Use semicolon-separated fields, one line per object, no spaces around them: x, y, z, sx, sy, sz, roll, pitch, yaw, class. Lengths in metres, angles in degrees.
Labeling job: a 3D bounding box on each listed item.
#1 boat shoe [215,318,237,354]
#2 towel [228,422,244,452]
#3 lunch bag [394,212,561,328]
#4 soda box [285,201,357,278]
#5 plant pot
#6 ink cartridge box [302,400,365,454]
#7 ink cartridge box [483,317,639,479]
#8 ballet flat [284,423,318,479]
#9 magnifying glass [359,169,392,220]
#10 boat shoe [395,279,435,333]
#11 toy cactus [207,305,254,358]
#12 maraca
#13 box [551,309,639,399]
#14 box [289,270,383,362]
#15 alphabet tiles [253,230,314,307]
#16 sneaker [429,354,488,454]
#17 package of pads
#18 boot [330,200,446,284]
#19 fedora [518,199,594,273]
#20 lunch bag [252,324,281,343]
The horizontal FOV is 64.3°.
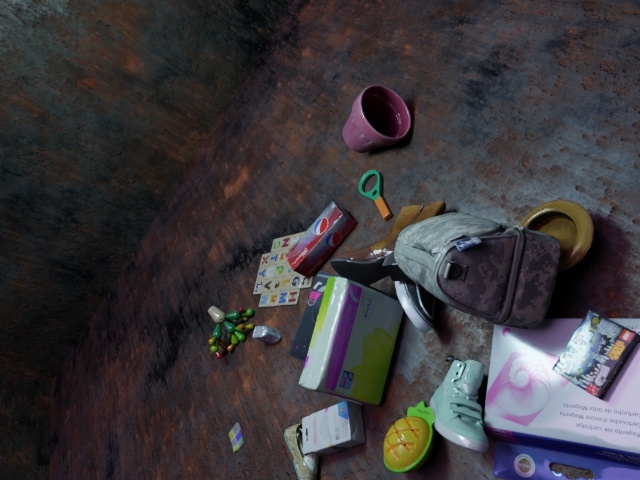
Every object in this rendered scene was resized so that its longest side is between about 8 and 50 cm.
-0.371;0.380;2.010;0.056;0.048;0.152;15;86;30;boat shoe
-0.290;0.675;1.746;0.060;0.009;0.083;-52;37;13;towel
0.316;0.051;1.100;0.305;0.256;0.212;-141;61;-77;lunch bag
0.000;0.000;1.746;0.263;0.083;0.092;-49;41;14;soda box
0.173;-0.391;1.719;0.180;0.201;0.201;-32;43;58;plant pot
0.032;0.522;1.406;0.181;0.062;0.104;-33;45;34;ink cartridge box
0.481;0.315;0.988;0.324;0.071;0.330;-10;59;47;ink cartridge box
-0.046;0.607;1.447;0.067;0.073;0.206;-40;43;6;ballet flat
0.186;-0.149;1.678;0.092;0.026;0.231;-44;38;23;magnifying glass
0.267;0.103;1.347;0.105;0.113;0.306;-35;29;24;boat shoe
-0.362;0.323;1.939;0.180;0.112;0.219;41;93;14;toy cactus
0.216;0.460;1.199;0.127;0.099;0.185;-7;38;52;maraca
0.507;0.209;0.942;0.094;0.027;0.137;33;92;52;box
0.046;0.244;1.496;0.165;0.143;0.270;5;72;52;box
-0.134;0.109;1.912;0.343;0.011;0.285;-12;59;46;alphabet tiles
0.306;0.334;1.081;0.256;0.094;0.151;-106;38;-83;sneaker
0.093;0.269;1.353;0.101;0.229;0.296;-4;66;55;package of pads
0.184;-0.012;1.406;0.264;0.096;0.280;-12;35;43;boot
0.521;0.003;1.123;0.194;0.079;0.194;-40;34;35;fedora
-0.184;0.329;1.784;0.083;0.071;0.053;-13;55;49;lunch bag
